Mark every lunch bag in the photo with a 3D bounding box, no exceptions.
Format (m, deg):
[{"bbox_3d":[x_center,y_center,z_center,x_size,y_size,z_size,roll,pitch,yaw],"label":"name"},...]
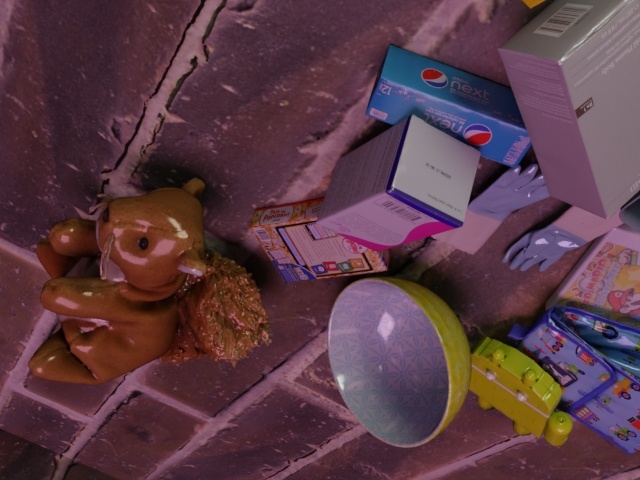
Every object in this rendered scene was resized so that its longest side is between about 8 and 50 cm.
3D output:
[{"bbox_3d":[0.460,0.213,1.219,0.293,0.138,0.221,27,153,9],"label":"lunch bag"}]

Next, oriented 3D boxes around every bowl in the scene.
[{"bbox_3d":[0.161,0.191,1.243,0.156,0.290,0.289,-12,157,-39],"label":"bowl"}]

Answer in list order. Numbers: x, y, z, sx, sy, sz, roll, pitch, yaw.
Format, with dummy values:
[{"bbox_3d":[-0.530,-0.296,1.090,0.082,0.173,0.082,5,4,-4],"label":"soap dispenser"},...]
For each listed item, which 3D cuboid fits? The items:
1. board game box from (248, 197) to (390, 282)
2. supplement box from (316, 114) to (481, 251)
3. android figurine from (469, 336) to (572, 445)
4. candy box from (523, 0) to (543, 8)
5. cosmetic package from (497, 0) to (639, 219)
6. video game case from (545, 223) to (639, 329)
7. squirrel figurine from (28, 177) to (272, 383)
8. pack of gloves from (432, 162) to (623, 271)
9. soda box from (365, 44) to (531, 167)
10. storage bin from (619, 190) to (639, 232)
[{"bbox_3d":[0.000,0.000,1.189,0.193,0.045,0.147,-8,134,26],"label":"board game box"},{"bbox_3d":[0.098,-0.067,0.969,0.111,0.114,0.220,24,161,-19],"label":"supplement box"},{"bbox_3d":[0.342,0.269,1.297,0.248,0.056,0.273,35,160,25],"label":"android figurine"},{"bbox_3d":[0.243,-0.302,0.683,0.105,0.027,0.206,34,159,-19],"label":"candy box"},{"bbox_3d":[0.311,-0.155,0.831,0.238,0.127,0.107,54,170,-35],"label":"cosmetic package"},{"bbox_3d":[0.496,0.073,1.122,0.206,0.026,0.227,17,140,0],"label":"video game case"},{"bbox_3d":[-0.269,0.064,1.237,0.396,0.281,0.370,23,131,-29],"label":"squirrel figurine"},{"bbox_3d":[0.308,-0.038,1.062,0.195,0.046,0.232,22,146,-16],"label":"pack of gloves"},{"bbox_3d":[0.170,-0.170,0.920,0.210,0.071,0.067,19,141,-4],"label":"soda box"},{"bbox_3d":[0.457,-0.076,0.915,0.098,0.091,0.135,28,139,-13],"label":"storage bin"}]
